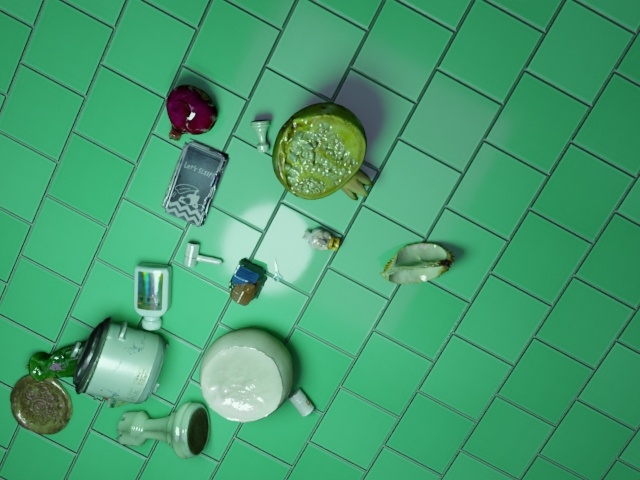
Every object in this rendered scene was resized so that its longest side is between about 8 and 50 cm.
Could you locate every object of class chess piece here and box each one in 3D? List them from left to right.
[{"bbox_3d":[-0.574,0.682,1.815,0.299,0.194,0.194,-4,99,14],"label":"chess piece"},{"bbox_3d":[-0.195,-0.347,1.670,0.067,0.067,0.103,-4,108,4],"label":"chess piece"}]

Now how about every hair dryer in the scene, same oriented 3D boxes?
[{"bbox_3d":[-0.407,0.058,1.760,0.137,0.047,0.082,13,100,-4],"label":"hair dryer"}]

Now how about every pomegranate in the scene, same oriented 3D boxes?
[{"bbox_3d":[0.012,-0.273,1.606,0.358,0.216,0.310,36,101,-33],"label":"pomegranate"}]

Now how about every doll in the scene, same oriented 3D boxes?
[{"bbox_3d":[0.000,0.000,1.703,0.127,0.084,0.073,15,99,-6],"label":"doll"}]

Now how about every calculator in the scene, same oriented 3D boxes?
[{"bbox_3d":[-0.433,-0.196,1.727,0.166,0.028,0.274,23,98,3],"label":"calculator"}]

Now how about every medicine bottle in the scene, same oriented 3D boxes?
[{"bbox_3d":[-0.593,0.199,1.774,0.121,0.083,0.229,5,101,0],"label":"medicine bottle"},{"bbox_3d":[-0.070,0.587,1.820,0.057,0.057,0.089,-36,96,8],"label":"medicine bottle"}]

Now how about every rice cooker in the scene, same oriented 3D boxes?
[{"bbox_3d":[-0.691,0.411,1.705,0.317,0.264,0.316,-6,116,-12],"label":"rice cooker"}]

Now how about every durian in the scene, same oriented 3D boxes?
[{"bbox_3d":[0.318,0.090,1.672,0.252,0.139,0.144,0,104,3],"label":"durian"}]

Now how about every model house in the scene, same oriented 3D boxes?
[{"bbox_3d":[-0.262,0.153,1.713,0.119,0.148,0.148,29,98,-1],"label":"model house"}]

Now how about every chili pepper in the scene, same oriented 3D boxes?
[{"bbox_3d":[-0.946,0.446,1.833,0.270,0.099,0.136,-11,122,0],"label":"chili pepper"}]

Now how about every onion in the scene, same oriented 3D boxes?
[{"bbox_3d":[-0.440,-0.404,1.636,0.173,0.135,0.198,37,102,0],"label":"onion"}]

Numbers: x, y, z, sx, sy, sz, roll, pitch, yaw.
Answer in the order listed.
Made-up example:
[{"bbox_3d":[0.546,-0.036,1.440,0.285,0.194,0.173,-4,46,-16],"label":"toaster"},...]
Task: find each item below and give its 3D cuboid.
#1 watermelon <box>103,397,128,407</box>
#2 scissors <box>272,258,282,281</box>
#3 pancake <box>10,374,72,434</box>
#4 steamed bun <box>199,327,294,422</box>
[{"bbox_3d":[-0.750,0.549,1.865,0.158,0.121,0.098,3,83,47],"label":"watermelon"},{"bbox_3d":[-0.155,0.105,1.769,0.036,0.006,0.083,-7,99,6],"label":"scissors"},{"bbox_3d":[-1.061,0.622,1.900,0.250,0.031,0.250,1,101,3],"label":"pancake"},{"bbox_3d":[-0.250,0.456,1.733,0.324,0.206,0.324,0,97,2],"label":"steamed bun"}]
